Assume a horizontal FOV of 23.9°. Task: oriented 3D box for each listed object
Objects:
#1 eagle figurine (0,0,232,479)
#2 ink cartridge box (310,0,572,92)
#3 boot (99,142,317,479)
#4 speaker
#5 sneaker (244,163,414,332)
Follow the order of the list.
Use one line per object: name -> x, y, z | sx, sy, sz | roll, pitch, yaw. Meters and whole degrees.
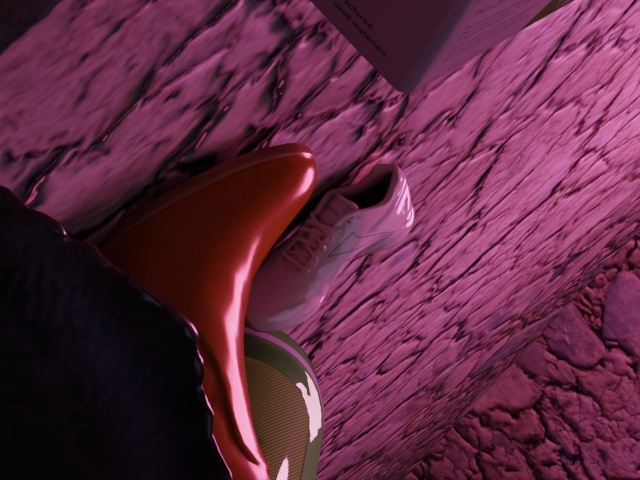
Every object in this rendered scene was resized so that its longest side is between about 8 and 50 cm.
eagle figurine -> -0.137, 0.036, 0.379 | 0.225, 0.226, 0.298 | -7, 149, 7
ink cartridge box -> 0.096, -0.181, 0.592 | 0.160, 0.092, 0.219 | -32, 163, -39
boot -> -0.059, 0.097, 0.770 | 0.295, 0.211, 0.104 | -36, 166, -26
speaker -> -0.070, 0.166, 0.911 | 0.131, 0.131, 0.296 | -48, -166, 25
sneaker -> 0.000, 0.000, 1.003 | 0.152, 0.053, 0.061 | -40, 152, -21
